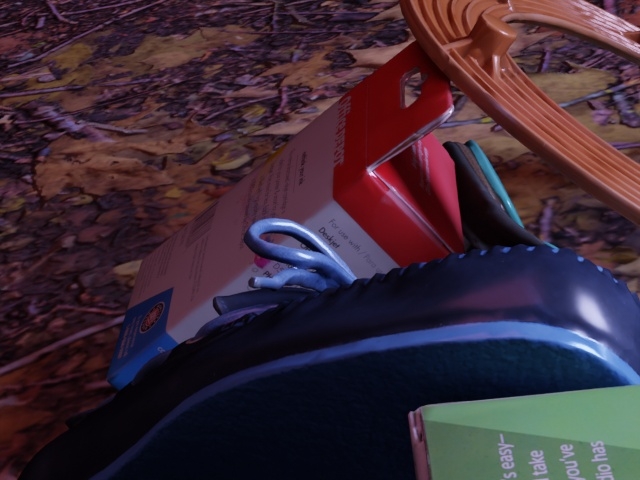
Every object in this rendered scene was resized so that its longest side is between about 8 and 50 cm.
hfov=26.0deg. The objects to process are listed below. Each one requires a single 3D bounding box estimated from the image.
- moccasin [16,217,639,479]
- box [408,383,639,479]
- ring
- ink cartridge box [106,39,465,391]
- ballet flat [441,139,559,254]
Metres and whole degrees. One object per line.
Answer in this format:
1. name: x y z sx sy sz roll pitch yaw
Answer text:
1. moccasin: -0.022 0.061 0.553 0.342 0.138 0.117 -23 34 39
2. box: 0.188 0.112 0.330 0.321 0.059 0.232 -4 30 3
3. ring: 0.197 -0.071 0.761 0.336 0.032 0.337 24 26 -13
4. ink cartridge box: 0.000 0.000 0.742 0.231 0.078 0.134 -38 20 20
5. ballet flat: 0.093 0.023 0.770 0.096 0.095 0.280 -28 28 -2
